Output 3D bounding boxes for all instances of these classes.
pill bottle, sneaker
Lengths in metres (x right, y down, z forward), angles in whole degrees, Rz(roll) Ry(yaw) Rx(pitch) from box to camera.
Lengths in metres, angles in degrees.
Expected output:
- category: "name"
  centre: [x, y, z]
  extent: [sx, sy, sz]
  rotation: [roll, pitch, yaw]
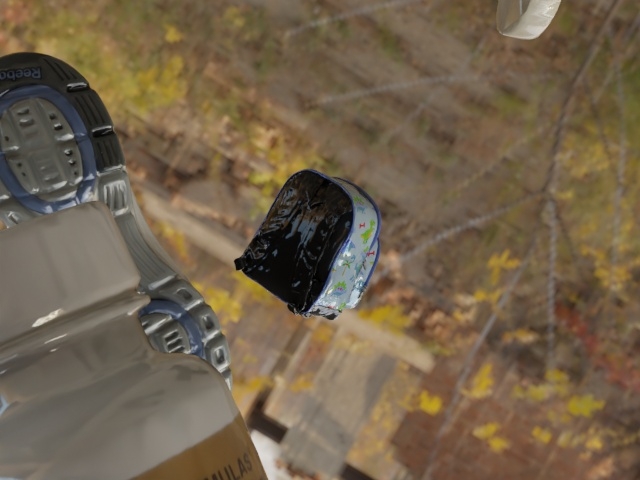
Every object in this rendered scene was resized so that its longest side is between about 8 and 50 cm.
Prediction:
- category: "pill bottle"
  centre: [-0.081, 0.109, 0.498]
  extent: [0.131, 0.131, 0.229]
  rotation: [157, 90, -83]
- category: "sneaker"
  centre: [-0.137, 0.021, 0.864]
  extent: [0.129, 0.111, 0.297]
  rotation: [-153, 44, -77]

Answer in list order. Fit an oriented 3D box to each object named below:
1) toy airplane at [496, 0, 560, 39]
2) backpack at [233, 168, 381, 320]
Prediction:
- category: "toy airplane"
  centre: [0.196, -0.400, 0.992]
  extent: [0.272, 0.386, 0.384]
  rotation: [8, -132, -38]
- category: "backpack"
  centre: [0.000, 0.000, 1.177]
  extent: [0.105, 0.114, 0.084]
  rotation: [34, -166, 36]
